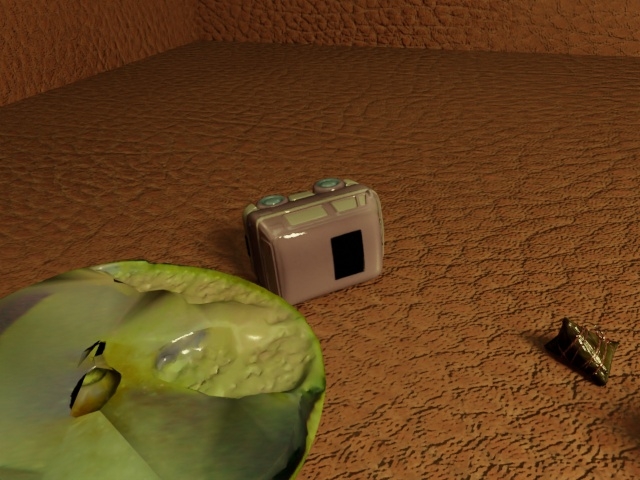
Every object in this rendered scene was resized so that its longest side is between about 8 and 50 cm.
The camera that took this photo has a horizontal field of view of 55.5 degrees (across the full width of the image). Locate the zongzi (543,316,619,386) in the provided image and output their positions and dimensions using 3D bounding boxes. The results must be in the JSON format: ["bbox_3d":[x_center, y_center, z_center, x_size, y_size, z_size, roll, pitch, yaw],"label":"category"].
[{"bbox_3d":[0.301,0.118,0.713,0.083,0.074,0.067,16,54,34],"label":"zongzi"}]

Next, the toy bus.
[{"bbox_3d":[0.000,0.000,0.903,0.202,0.142,0.142,-17,26,-18],"label":"toy bus"}]

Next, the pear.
[{"bbox_3d":[-0.187,0.186,0.567,0.398,0.165,0.399,-3,29,2],"label":"pear"}]
